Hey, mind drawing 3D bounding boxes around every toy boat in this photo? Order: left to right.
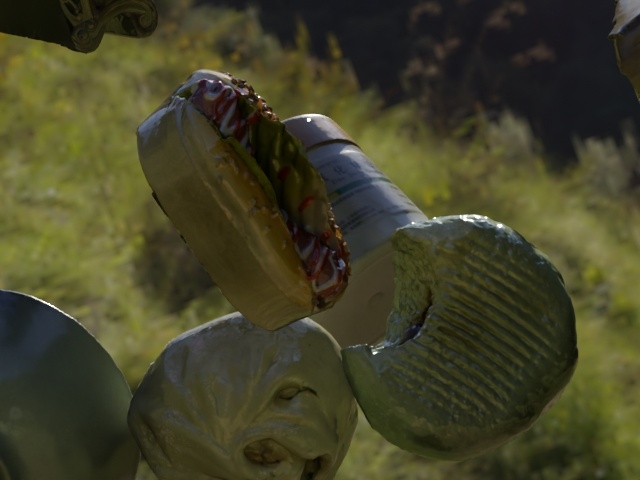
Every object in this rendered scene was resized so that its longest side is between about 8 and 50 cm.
[{"bbox_3d":[0.398,-0.219,2.203,0.136,0.162,0.445,-36,10,20],"label":"toy boat"}]

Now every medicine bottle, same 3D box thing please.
[{"bbox_3d":[0.000,0.000,2.472,0.238,0.232,0.238,-34,-28,-21],"label":"medicine bottle"}]

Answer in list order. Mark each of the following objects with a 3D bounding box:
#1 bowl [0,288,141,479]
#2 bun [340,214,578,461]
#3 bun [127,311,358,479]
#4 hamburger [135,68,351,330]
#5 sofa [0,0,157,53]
[{"bbox_3d":[-0.333,0.204,1.946,0.289,0.289,0.146,-21,14,24],"label":"bowl"},{"bbox_3d":[0.113,0.084,1.704,0.212,0.204,0.126,-35,-8,-12],"label":"bun"},{"bbox_3d":[-0.066,0.180,1.896,0.231,0.231,0.133,-20,24,1],"label":"bun"},{"bbox_3d":[-0.054,-0.030,1.516,0.116,0.210,0.173,-34,7,0],"label":"hamburger"},{"bbox_3d":[-0.270,-0.337,2.100,0.182,0.258,0.200,-30,30,-36],"label":"sofa"}]
